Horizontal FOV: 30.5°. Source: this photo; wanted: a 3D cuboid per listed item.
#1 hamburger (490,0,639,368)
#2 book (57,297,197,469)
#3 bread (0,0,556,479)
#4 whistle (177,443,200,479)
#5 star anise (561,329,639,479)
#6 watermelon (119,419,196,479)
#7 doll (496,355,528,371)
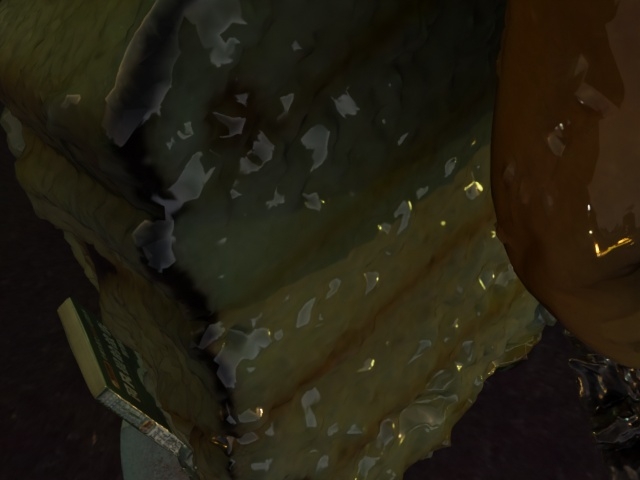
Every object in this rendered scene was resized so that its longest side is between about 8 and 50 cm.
[{"bbox_3d":[0.171,-0.106,0.425,0.174,0.284,0.305,18,124,19],"label":"hamburger"},{"bbox_3d":[-0.194,0.192,1.399,0.027,0.202,0.264,-44,125,3],"label":"book"},{"bbox_3d":[-0.042,-0.054,0.623,0.239,0.264,0.395,-36,138,-18],"label":"bread"},{"bbox_3d":[-0.004,0.115,1.024,0.068,0.057,0.326,53,49,-3],"label":"whistle"},{"bbox_3d":[0.371,0.217,1.410,0.108,0.223,0.236,-20,103,7],"label":"star anise"},{"bbox_3d":[-0.147,0.268,1.795,0.258,0.228,0.387,13,59,26],"label":"watermelon"},{"bbox_3d":[0.152,0.113,1.368,0.186,0.134,0.106,-10,68,5],"label":"doll"}]
